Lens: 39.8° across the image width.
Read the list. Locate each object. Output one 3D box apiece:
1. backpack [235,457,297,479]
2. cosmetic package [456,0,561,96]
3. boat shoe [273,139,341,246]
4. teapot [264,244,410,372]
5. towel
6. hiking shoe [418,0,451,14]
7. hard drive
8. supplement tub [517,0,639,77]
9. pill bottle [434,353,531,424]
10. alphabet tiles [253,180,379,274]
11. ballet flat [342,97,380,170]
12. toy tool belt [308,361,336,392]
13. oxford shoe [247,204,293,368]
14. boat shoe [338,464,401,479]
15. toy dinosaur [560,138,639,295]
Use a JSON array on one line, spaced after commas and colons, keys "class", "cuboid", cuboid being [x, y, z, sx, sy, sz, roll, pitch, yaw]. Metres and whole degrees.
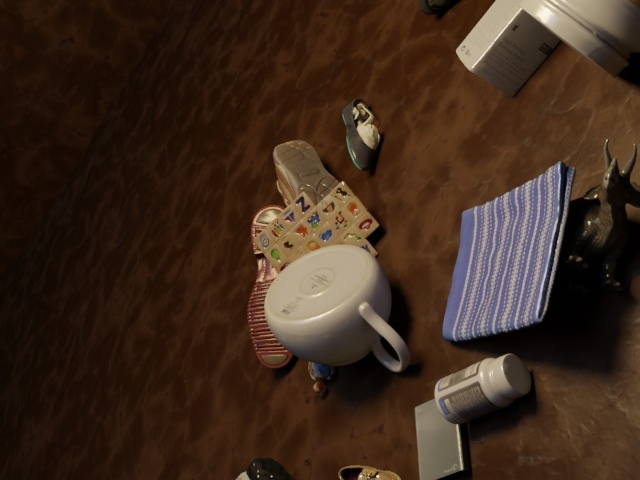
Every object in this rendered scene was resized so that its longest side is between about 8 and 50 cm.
[{"class": "backpack", "cuboid": [-0.118, 0.516, 1.661, 0.152, 0.115, 0.182, 31, 98, 55]}, {"class": "cosmetic package", "cuboid": [0.362, -0.382, 1.562, 0.231, 0.117, 0.085, -51, 35, 24]}, {"class": "boat shoe", "cuboid": [-0.015, -0.082, 1.931, 0.116, 0.123, 0.324, 98, 156, -45]}, {"class": "teapot", "cuboid": [0.034, 0.143, 1.636, 0.253, 0.187, 0.256, -18, 31, 16]}, {"class": "towel", "cuboid": [0.278, 0.029, 1.373, 0.336, 0.040, 0.243, 143, 143, -72]}, {"class": "hiking shoe", "cuboid": [0.288, -0.539, 1.800, 0.227, 0.086, 0.114, -45, 34, 28]}, {"class": "hard drive", "cuboid": [0.195, 0.320, 1.423, 0.094, 0.022, 0.135, -34, 44, 39]}, {"class": "supplement tub", "cuboid": [0.471, -0.428, 1.328, 0.316, 0.228, 0.228, -53, 34, 19]}, {"class": "pill bottle", "cuboid": [0.249, 0.227, 1.356, 0.137, 0.078, 0.078, -33, 44, 40]}, {"class": "alphabet tiles", "cuboid": [0.000, 0.000, 1.798, 0.237, 0.009, 0.198, -42, 79, 21]}, {"class": "ballet flat", "cuboid": [0.091, -0.237, 1.904, 0.074, 0.074, 0.203, -44, 35, 30]}, {"class": "toy tool belt", "cuboid": [0.004, 0.250, 1.720, 0.051, 0.052, 0.083, -43, 39, 45]}, {"class": "oxford shoe", "cuboid": [-0.081, 0.105, 1.912, 0.123, 0.130, 0.348, -1, 76, 12]}, {"class": "boat shoe", "cuboid": [0.081, 0.410, 1.505, 0.135, 0.045, 0.050, -13, 59, 52]}, {"class": "toy dinosaur", "cuboid": [0.387, -0.008, 1.303, 0.313, 0.121, 0.160, 128, 165, -70]}]
